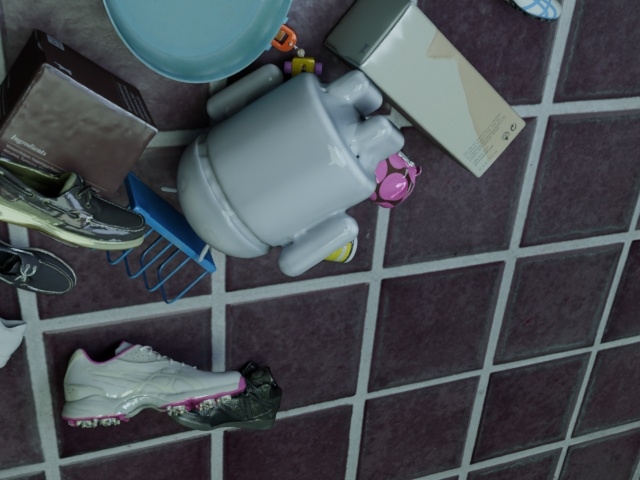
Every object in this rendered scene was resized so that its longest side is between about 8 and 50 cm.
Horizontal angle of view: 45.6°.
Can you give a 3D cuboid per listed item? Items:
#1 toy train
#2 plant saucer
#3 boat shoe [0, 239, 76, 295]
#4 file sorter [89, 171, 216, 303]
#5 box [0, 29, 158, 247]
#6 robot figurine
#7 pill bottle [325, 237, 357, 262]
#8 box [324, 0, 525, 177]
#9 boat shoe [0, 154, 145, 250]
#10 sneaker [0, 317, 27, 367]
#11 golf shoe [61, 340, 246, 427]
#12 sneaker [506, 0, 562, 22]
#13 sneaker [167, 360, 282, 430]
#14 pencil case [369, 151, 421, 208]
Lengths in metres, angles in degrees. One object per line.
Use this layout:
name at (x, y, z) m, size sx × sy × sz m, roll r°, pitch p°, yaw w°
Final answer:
toy train at (-0.069, -0.257, 1.155) m, size 0.125 × 0.046 × 0.166 m, roll 27°, pitch 114°, yaw -13°
plant saucer at (-0.155, -0.365, 0.980) m, size 0.317 × 0.043 × 0.318 m, roll -26°, pitch 129°, yaw -37°
boat shoe at (-0.462, 0.043, 1.141) m, size 0.206 × 0.065 × 0.075 m, roll 30°, pitch 104°, yaw -35°
file sorter at (-0.264, 0.001, 1.174) m, size 0.104 × 0.118 × 0.170 m, roll -41°, pitch 127°, yaw 7°
box at (-0.353, -0.136, 1.018) m, size 0.167 × 0.168 × 0.203 m, roll 30°, pitch 104°, yaw -34°
robot figurine at (-0.059, -0.103, 1.095) m, size 0.353 × 0.300 × 0.199 m, roll -28°, pitch 165°, yaw 14°
pill bottle at (0.000, 0.000, 1.323) m, size 0.116 × 0.065 × 0.065 m, roll 9°, pitch 115°, yaw -29°
box at (0.168, -0.247, 1.203) m, size 0.311 × 0.148 × 0.121 m, roll 34°, pitch 100°, yaw -37°
boat shoe at (-0.315, -0.049, 0.932) m, size 0.223 × 0.080 × 0.073 m, roll 16°, pitch 117°, yaw -26°
sneaker at (-0.544, 0.107, 1.147) m, size 0.094 × 0.080 × 0.212 m, roll -54°, pitch 130°, yaw -6°
golf shoe at (-0.279, 0.230, 1.287) m, size 0.306 × 0.140 × 0.115 m, roll -3°, pitch 161°, yaw -20°
sneaker at (0.308, -0.416, 1.201) m, size 0.237 × 0.085 × 0.086 m, roll 19°, pitch 114°, yaw -33°
sneaker at (-0.168, 0.283, 1.407) m, size 0.227 × 0.087 × 0.130 m, roll 9°, pitch 113°, yaw -32°
pencil case at (0.070, -0.143, 1.255) m, size 0.098 × 0.095 × 0.209 m, roll -29°, pitch 134°, yaw 33°
